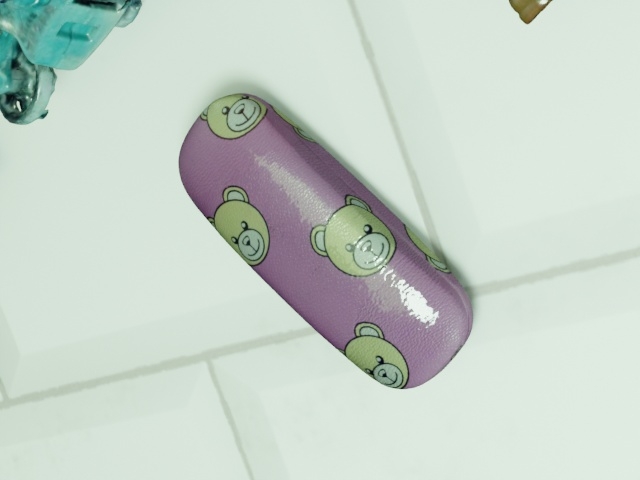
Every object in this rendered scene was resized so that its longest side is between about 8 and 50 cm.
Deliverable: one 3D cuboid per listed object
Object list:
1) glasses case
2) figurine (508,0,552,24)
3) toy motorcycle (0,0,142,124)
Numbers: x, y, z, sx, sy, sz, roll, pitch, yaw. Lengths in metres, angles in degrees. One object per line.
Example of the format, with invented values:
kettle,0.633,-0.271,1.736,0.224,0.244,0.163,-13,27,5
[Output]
glasses case,0.000,0.000,1.216,0.316,0.076,0.123,44,120,10
figurine,0.048,-0.324,1.029,0.382,0.186,0.261,45,132,3
toy motorcycle,-0.247,-0.249,1.244,0.260,0.154,0.206,-45,59,36
